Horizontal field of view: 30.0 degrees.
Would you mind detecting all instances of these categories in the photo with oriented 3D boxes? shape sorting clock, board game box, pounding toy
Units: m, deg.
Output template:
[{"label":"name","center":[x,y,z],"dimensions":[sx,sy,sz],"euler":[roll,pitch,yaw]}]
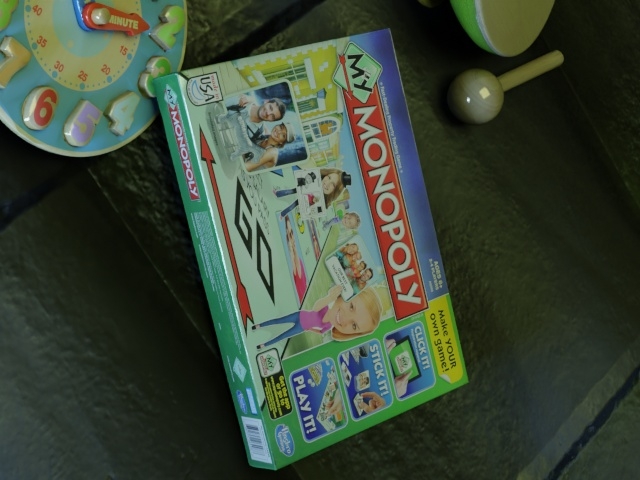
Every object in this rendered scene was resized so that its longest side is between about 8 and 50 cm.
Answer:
[{"label":"shape sorting clock","center":[-0.173,-0.165,0.881],"dimensions":[0.206,0.040,0.206],"euler":[-6,98,-52]},{"label":"board game box","center":[0.000,0.000,0.984],"dimensions":[0.213,0.046,0.317],"euler":[-18,98,-33]},{"label":"pounding toy","center":[0.143,-0.245,1.113],"dimensions":[0.183,0.110,0.237],"euler":[-41,135,-42]}]
